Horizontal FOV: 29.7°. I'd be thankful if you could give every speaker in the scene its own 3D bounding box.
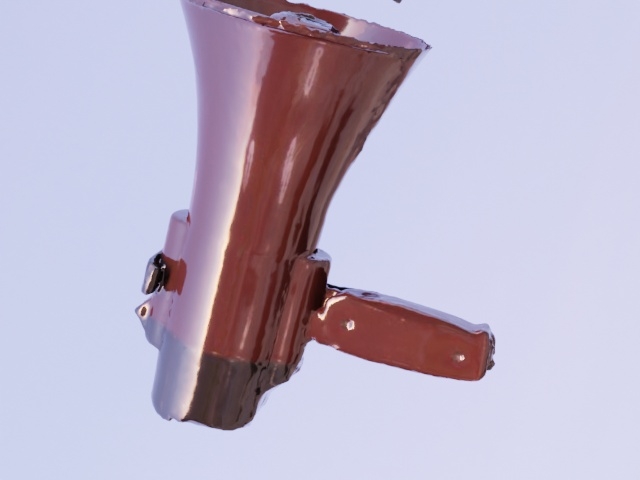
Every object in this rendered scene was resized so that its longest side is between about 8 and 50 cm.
[{"bbox_3d":[-0.003,-0.016,0.925,0.259,0.198,0.330,4,-73,-14],"label":"speaker"}]

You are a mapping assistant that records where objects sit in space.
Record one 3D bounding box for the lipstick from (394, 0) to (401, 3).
[{"bbox_3d":[0.136,-0.367,1.114,0.051,0.051,0.312,21,-72,-50],"label":"lipstick"}]
